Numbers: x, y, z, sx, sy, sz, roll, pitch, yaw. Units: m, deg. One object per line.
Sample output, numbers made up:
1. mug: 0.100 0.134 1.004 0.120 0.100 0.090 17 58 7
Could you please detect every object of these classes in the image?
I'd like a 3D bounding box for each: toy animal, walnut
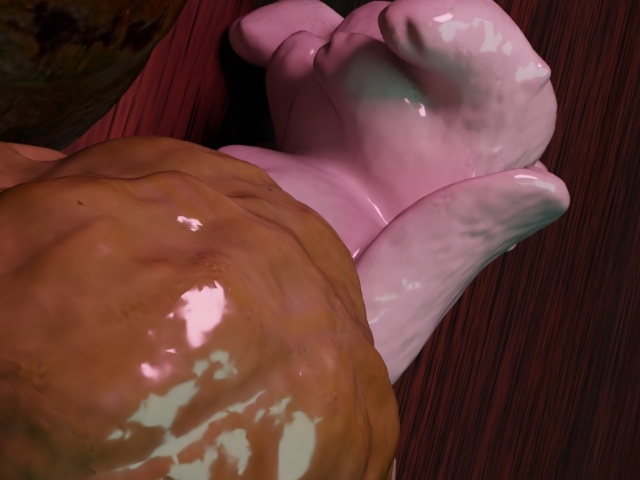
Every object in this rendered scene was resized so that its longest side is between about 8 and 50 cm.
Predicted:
1. toy animal: 0.000 0.000 0.947 0.206 0.271 0.265 47 67 -28
2. walnut: -0.107 0.087 0.690 0.277 0.282 0.253 -27 119 -60

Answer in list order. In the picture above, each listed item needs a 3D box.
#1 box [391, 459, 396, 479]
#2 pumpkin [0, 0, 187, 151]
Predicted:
1. box: -0.027 0.222 1.053 0.058 0.141 0.201 -20 116 -54
2. pumpkin: -0.118 -0.135 0.708 0.312 0.148 0.169 27 56 -58
